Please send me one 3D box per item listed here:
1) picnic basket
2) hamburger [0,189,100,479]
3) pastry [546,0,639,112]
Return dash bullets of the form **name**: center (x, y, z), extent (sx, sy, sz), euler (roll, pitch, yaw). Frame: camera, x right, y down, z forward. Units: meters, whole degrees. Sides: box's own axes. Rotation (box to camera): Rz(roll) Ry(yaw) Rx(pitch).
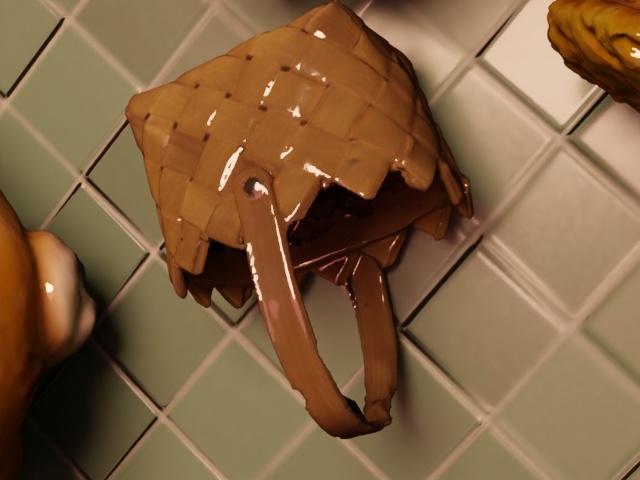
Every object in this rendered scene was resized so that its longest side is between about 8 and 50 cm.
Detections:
- **picnic basket**: center (0.000, 0.000, 0.505), extent (0.137, 0.128, 0.178), euler (-22, 68, 20)
- **hamburger**: center (-0.240, 0.062, 0.526), extent (0.237, 0.276, 0.276), euler (35, 103, -8)
- **pastry**: center (0.185, -0.074, 0.418), extent (0.188, 0.189, 0.103), euler (31, 98, 15)
